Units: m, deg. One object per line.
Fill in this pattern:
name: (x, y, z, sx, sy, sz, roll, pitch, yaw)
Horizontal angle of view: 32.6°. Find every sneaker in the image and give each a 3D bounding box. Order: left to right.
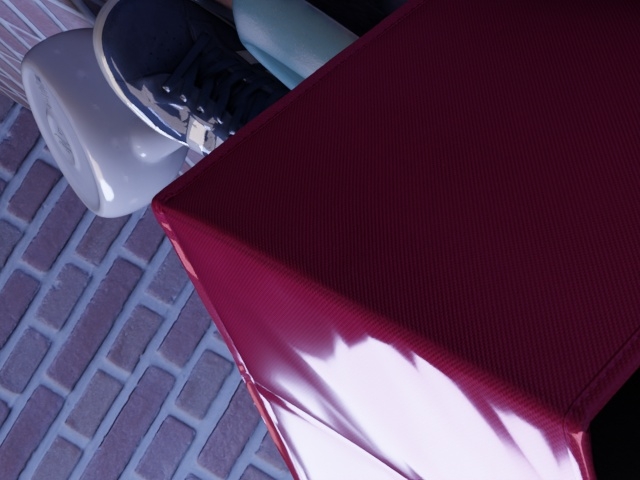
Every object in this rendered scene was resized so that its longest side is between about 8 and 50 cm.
sneaker: (-0.052, -0.111, 1.026, 0.350, 0.131, 0.148, 37, 172, -28)

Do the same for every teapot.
teapot: (-0.242, -0.164, 1.361, 0.256, 0.187, 0.252, 55, 159, 13)

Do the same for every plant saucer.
plant saucer: (0.049, -0.096, 0.864, 0.318, 0.043, 0.317, 37, -178, -1)

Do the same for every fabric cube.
fabric cube: (0.124, 0.039, 0.542, 0.258, 0.254, 0.259, 23, 146, 45)
